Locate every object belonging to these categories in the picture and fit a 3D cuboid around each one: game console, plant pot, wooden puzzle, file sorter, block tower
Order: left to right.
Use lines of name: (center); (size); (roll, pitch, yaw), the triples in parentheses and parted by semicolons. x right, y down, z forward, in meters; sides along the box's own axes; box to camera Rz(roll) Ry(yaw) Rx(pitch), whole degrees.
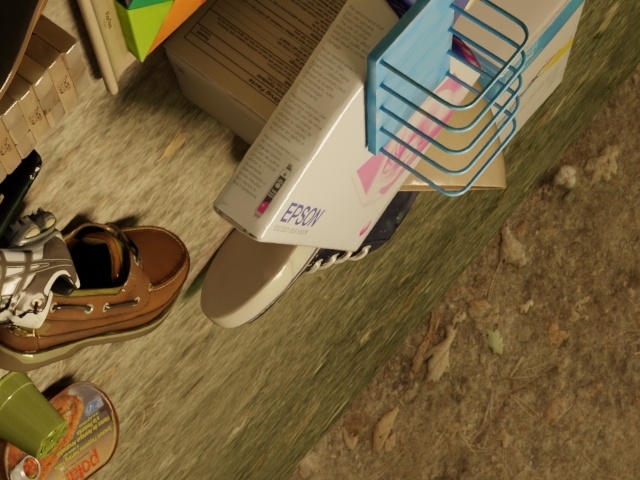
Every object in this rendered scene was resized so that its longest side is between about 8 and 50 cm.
block tower: (-0.309, -0.051, 1.412); (0.335, 0.097, 0.091); (-51, 167, -15)
game console: (-0.271, -0.040, 1.623); (0.071, 0.107, 0.122); (17, 111, -46)
plant pot: (-0.317, 0.193, 2.019); (0.083, 0.079, 0.083); (-49, 167, -16)
wooden puzzle: (-0.120, -0.253, 1.643); (0.238, 0.044, 0.221); (-50, 166, -14)
plant pot: (0.071, -0.153, 2.147); (0.284, 0.284, 0.191); (-3, 93, -73)
file sorter: (0.118, -0.137, 1.702); (0.118, 0.104, 0.170); (-50, 162, -20)

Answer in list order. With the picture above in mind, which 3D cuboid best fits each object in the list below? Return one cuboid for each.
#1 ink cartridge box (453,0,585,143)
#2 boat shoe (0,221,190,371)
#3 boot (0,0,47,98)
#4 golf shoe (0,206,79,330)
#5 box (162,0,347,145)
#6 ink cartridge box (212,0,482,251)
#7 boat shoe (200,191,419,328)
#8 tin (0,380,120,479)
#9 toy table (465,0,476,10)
ink cartridge box: (0.189, -0.255, 2.338); (0.197, 0.198, 0.270); (-49, 165, -20)
boat shoe: (-0.219, 0.039, 1.895); (0.307, 0.111, 0.104); (-33, 157, -56)
boot: (-0.245, -0.161, 1.350); (0.305, 0.112, 0.115); (-56, 177, 1)
golf shoe: (-0.290, 0.047, 1.689); (0.077, 0.094, 0.198); (-29, -174, 45)
box: (-0.021, -0.211, 1.851); (0.232, 0.148, 0.127); (-50, 165, -11)
ink cartridge box: (0.059, -0.140, 1.833); (0.330, 0.071, 0.324); (-55, 164, 9)
boat shoe: (0.000, 0.000, 2.381); (0.340, 0.127, 0.158); (-51, 132, -9)
tin: (-0.301, 0.234, 2.130); (0.040, 0.106, 0.190); (-18, -168, 39)
toy table: (0.174, -0.389, 2.040); (0.252, 0.161, 0.274); (-53, 167, 0)
